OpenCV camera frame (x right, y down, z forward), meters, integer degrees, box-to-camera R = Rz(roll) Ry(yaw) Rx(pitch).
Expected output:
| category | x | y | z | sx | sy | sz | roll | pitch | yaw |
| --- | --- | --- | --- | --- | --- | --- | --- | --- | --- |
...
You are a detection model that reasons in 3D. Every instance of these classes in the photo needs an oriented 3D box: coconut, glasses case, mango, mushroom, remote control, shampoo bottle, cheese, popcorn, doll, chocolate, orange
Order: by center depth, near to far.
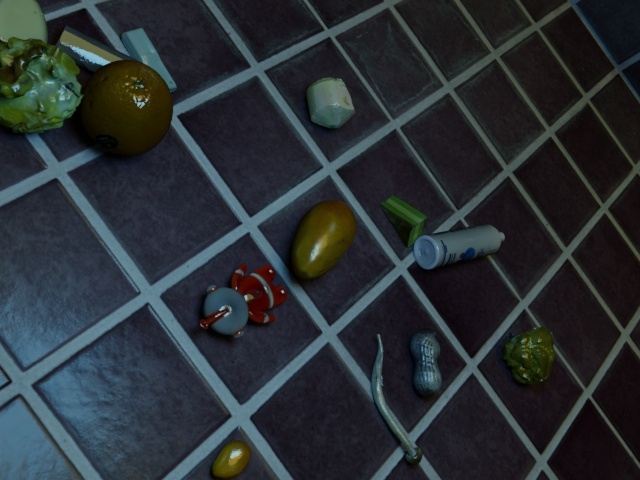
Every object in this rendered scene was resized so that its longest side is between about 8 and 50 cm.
| category | x | y | z | sx | sy | sz | roll | pitch | yaw |
| --- | --- | --- | --- | --- | --- | --- | --- | --- | --- |
| popcorn | -0.558 | -0.298 | 1.555 | 0.197 | 0.212 | 0.198 | 0 | 84 | 0 |
| mango | -0.175 | 0.429 | 1.577 | 0.089 | 0.046 | 0.060 | -34 | 88 | -28 |
| orange | -0.394 | -0.272 | 1.652 | 0.206 | 0.206 | 0.206 | 16 | 60 | -29 |
| cheese | -0.624 | -0.492 | 1.687 | 0.127 | 0.050 | 0.256 | 15 | 61 | -29 |
| doll | -0.169 | 0.133 | 1.704 | 0.245 | 0.076 | 0.142 | -31 | 87 | -45 |
| glasses case | -0.477 | -0.392 | 1.750 | 0.190 | 0.042 | 0.072 | 24 | 74 | -25 |
| remote control | -0.386 | -0.405 | 1.832 | 0.061 | 0.029 | 0.162 | -32 | 89 | -39 |
| mango | 0.000 | 0.000 | 1.847 | 0.126 | 0.154 | 0.252 | 39 | 38 | -5 |
| mushroom | 0.159 | 0.366 | 1.855 | 0.068 | 0.043 | 0.306 | -2 | 68 | -55 |
| chocolate | 0.252 | 0.290 | 1.934 | 0.072 | 0.072 | 0.167 | 12 | 64 | -31 |
| coconut | 0.026 | -0.340 | 2.045 | 0.116 | 0.116 | 0.122 | -3 | 70 | -37 |
| shampoo bottle | 0.383 | 0.011 | 2.148 | 0.303 | 0.092 | 0.092 | -9 | 74 | -39 |

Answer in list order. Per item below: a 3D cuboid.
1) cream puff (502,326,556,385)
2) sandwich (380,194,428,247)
| category | x | y | z | sx | sy | sz | roll | pitch | yaw |
| --- | --- | --- | --- | --- | --- | --- | --- | --- | --- |
| cream puff | 0.559 | 0.305 | 2.114 | 0.156 | 0.121 | 0.156 | 18 | 60 | -35 |
| sandwich | 0.208 | -0.051 | 2.107 | 0.116 | 0.074 | 0.074 | 35 | 44 | 25 |
